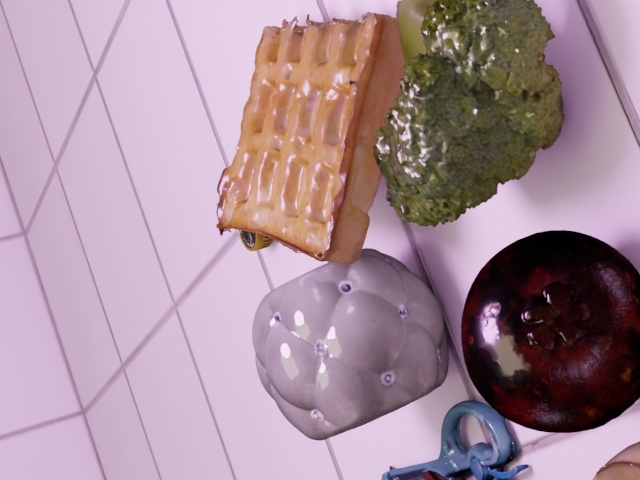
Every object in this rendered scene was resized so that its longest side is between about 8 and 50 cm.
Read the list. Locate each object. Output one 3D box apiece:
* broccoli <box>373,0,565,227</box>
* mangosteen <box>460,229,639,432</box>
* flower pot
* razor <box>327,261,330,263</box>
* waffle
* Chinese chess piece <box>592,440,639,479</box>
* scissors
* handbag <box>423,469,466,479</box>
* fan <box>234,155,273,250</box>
[{"bbox_3d":[0.154,-0.132,1.448,0.302,0.186,0.254,-72,-8,-83],"label":"broccoli"},{"bbox_3d":[0.232,0.091,1.367,0.210,0.209,0.210,43,141,49],"label":"mangosteen"},{"bbox_3d":[0.035,0.125,1.742,0.195,0.246,0.246,65,155,3],"label":"flower pot"},{"bbox_3d":[0.007,-0.002,1.987,0.084,0.035,0.211,-106,-2,-82],"label":"razor"},{"bbox_3d":[-0.016,-0.131,1.758,0.348,0.077,0.304,17,95,63],"label":"waffle"},{"bbox_3d":[0.353,0.310,1.326,0.257,0.104,0.257,42,139,50],"label":"Chinese chess piece"},{"bbox_3d":[0.161,0.305,1.826,0.393,0.032,0.180,-28,79,66],"label":"scissors"},{"bbox_3d":[0.206,0.434,1.701,0.260,0.084,0.276,15,124,61],"label":"handbag"},{"bbox_3d":[-0.105,-0.062,2.175,0.082,0.039,0.155,10,112,64],"label":"fan"}]
